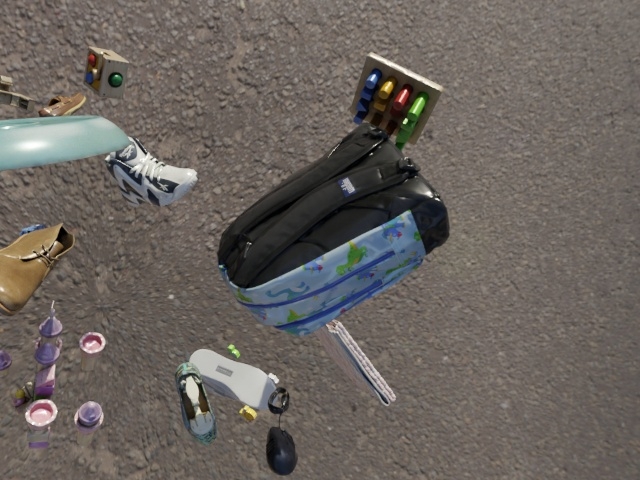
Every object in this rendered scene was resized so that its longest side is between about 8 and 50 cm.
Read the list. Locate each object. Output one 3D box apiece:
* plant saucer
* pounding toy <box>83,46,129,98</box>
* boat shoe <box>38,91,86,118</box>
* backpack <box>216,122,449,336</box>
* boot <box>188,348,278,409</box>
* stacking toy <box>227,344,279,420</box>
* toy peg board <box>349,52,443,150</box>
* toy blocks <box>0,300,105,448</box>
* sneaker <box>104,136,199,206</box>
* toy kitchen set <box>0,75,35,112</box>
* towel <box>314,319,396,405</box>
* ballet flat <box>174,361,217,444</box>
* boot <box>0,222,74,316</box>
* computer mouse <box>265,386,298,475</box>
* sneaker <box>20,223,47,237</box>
[{"bbox_3d":[-0.412,-0.128,0.658,0.317,0.317,0.044,-12,109,-24],"label":"plant saucer"},{"bbox_3d":[-0.613,-0.480,1.453,0.100,0.141,0.130,-7,126,-48],"label":"pounding toy"},{"bbox_3d":[-0.669,-0.350,1.336,0.060,0.064,0.178,52,25,-29],"label":"boat shoe"},{"bbox_3d":[0.000,0.000,0.884,0.355,0.290,0.273,-24,135,-9],"label":"backpack"},{"bbox_3d":[-0.223,0.376,1.351,0.258,0.123,0.095,25,59,16],"label":"boot"},{"bbox_3d":[-0.262,0.461,1.689,0.221,0.052,0.167,39,41,3],"label":"stacking toy"},{"bbox_3d":[0.136,-0.261,1.033,0.160,0.161,0.079,28,60,5],"label":"toy peg board"},{"bbox_3d":[-0.696,0.341,1.264,0.308,0.260,0.289,5,45,-27],"label":"toy blocks"},{"bbox_3d":[-0.384,-0.160,1.121,0.094,0.234,0.153,-56,131,-31],"label":"sneaker"},{"bbox_3d":[-0.782,-0.373,1.300,0.083,0.075,0.068,-3,113,-59],"label":"toy kitchen set"},{"bbox_3d":[0.088,0.391,1.732,0.053,0.317,0.332,-38,100,-14],"label":"towel"},{"bbox_3d":[-0.266,0.354,1.091,0.070,0.070,0.189,-21,95,-24],"label":"ballet flat"},{"bbox_3d":[-0.602,0.043,1.071,0.115,0.305,0.112,-27,117,1],"label":"boot"},{"bbox_3d":[-0.080,0.398,1.104,0.071,0.242,0.041,27,111,-17],"label":"computer mouse"},{"bbox_3d":[-0.813,-0.016,1.466,0.059,0.144,0.053,-18,101,-39],"label":"sneaker"}]
